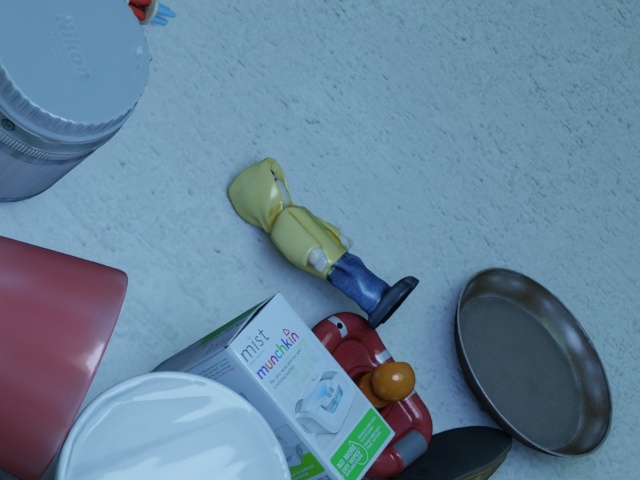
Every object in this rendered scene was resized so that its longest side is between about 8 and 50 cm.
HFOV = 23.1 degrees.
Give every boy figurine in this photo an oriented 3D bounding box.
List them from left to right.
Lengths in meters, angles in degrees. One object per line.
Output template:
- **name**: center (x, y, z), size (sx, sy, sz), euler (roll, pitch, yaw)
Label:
- **boy figurine**: center (0.000, 0.000, 2.149), size (0.285, 0.092, 0.177), euler (42, 16, 10)

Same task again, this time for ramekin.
- **ramekin**: center (-0.175, 0.293, 1.764), size (0.273, 0.127, 0.273), euler (8, 65, -18)

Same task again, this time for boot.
- **boot**: center (0.162, 0.356, 2.169), size (0.305, 0.112, 0.115), euler (-31, 122, -43)

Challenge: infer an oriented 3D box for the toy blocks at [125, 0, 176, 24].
- **toy blocks**: center (-0.261, -0.291, 2.128), size (0.148, 0.054, 0.123), euler (14, 73, -44)

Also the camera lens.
- **camera lens**: center (-0.354, -0.182, 1.883), size (0.219, 0.274, 0.219), euler (12, 66, -30)

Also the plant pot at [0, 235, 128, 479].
- **plant pot**: center (-0.384, 0.110, 1.778), size (0.243, 0.275, 0.275), euler (24, 60, -13)

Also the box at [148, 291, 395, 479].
- **box**: center (-0.088, 0.225, 1.915), size (0.231, 0.262, 0.127), euler (51, 45, -6)

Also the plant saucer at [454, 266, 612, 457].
- **plant saucer**: center (0.303, 0.185, 2.300), size (0.310, 0.050, 0.311), euler (27, 43, -27)

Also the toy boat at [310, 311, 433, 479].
- **toy boat**: center (0.072, 0.199, 2.105), size (0.151, 0.151, 0.231), euler (-32, 86, -38)
